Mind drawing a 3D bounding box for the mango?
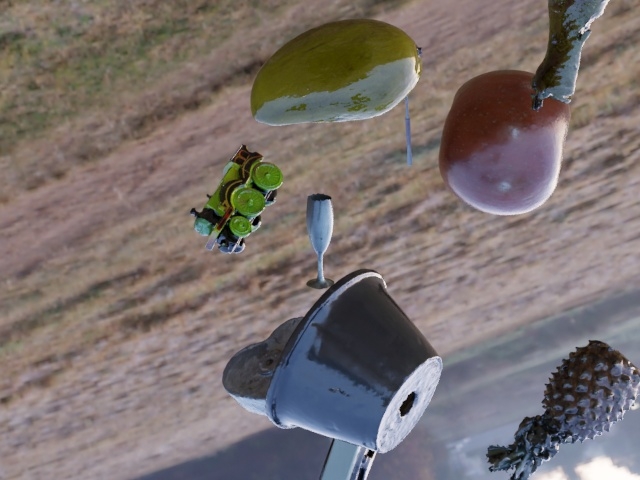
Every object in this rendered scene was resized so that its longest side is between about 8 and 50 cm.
[{"bbox_3d":[0.029,-0.320,1.863,0.332,0.195,0.142,-4,164,10],"label":"mango"}]

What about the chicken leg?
[{"bbox_3d":[0.522,-0.471,2.026,0.153,0.429,0.201,11,-166,-10],"label":"chicken leg"}]

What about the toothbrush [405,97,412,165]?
[{"bbox_3d":[0.193,-0.254,2.195,0.017,0.194,0.014,0,-145,15],"label":"toothbrush"}]

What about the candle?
[{"bbox_3d":[-0.067,0.221,1.615,0.192,0.168,0.068,-35,126,8],"label":"candle"}]

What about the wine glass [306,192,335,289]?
[{"bbox_3d":[0.000,0.000,2.065,0.066,0.198,0.066,0,-160,0],"label":"wine glass"}]

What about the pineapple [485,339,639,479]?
[{"bbox_3d":[0.497,0.369,2.014,0.361,0.175,0.175,-51,165,2],"label":"pineapple"}]

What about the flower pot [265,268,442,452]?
[{"bbox_3d":[0.064,0.193,1.402,0.269,0.166,0.269,-41,151,-29],"label":"flower pot"}]

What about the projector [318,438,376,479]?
[{"bbox_3d":[0.056,0.431,1.905,0.079,0.259,0.257,20,-172,10],"label":"projector"}]

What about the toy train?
[{"bbox_3d":[-0.205,-0.097,2.419,0.296,0.161,0.100,-61,-178,-37],"label":"toy train"}]

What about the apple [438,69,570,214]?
[{"bbox_3d":[0.430,-0.229,2.304,0.277,0.348,0.348,10,174,13],"label":"apple"}]

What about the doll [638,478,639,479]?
[{"bbox_3d":[0.776,0.554,2.182,0.137,0.209,0.097,-47,-151,3],"label":"doll"}]
